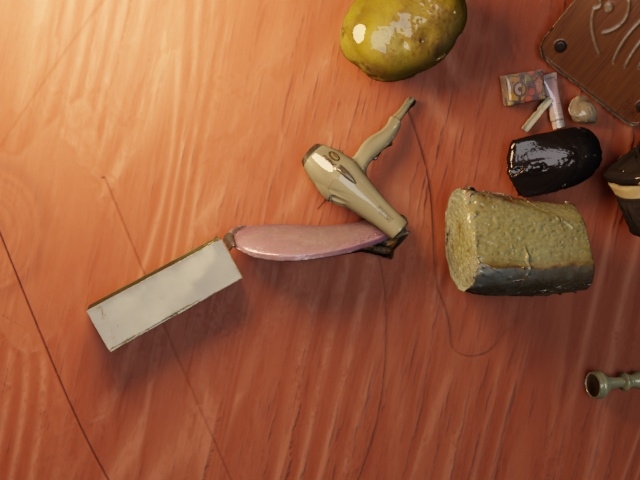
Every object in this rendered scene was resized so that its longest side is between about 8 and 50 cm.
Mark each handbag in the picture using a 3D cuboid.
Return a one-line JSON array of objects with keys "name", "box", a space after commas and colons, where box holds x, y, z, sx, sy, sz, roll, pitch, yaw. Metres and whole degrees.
[{"name": "handbag", "box": [0.701, -0.136, 1.736, 0.254, 0.181, 0.181, -34, 109, -9]}]

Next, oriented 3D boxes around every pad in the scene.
[{"name": "pad", "box": [0.618, -0.409, 1.721, 0.284, 0.018, 0.286, 33, 107, -14]}]

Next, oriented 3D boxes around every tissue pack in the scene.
[{"name": "tissue pack", "box": [0.402, -0.303, 1.723, 0.083, 0.035, 0.063, -10, 97, -14]}]

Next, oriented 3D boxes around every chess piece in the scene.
[{"name": "chess piece", "box": [0.634, 0.298, 1.826, 0.149, 0.059, 0.059, -1, 96, -19]}]

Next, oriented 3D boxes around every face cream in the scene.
[{"name": "face cream", "box": [0.468, -0.281, 1.748, 0.038, 0.020, 0.115, -14, 95, -7]}]

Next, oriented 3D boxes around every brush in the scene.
[{"name": "brush", "box": [0.434, -0.253, 1.740, 0.016, 0.013, 0.083, 38, 96, -8]}]

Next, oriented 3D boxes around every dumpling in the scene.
[{"name": "dumpling", "box": [0.531, -0.265, 1.754, 0.077, 0.043, 0.059, 6, 72, -10]}]

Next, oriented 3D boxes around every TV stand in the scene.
[{"name": "TV stand", "box": [-0.282, 0.094, 1.580, 0.270, 0.083, 0.088, -28, 99, -8]}]

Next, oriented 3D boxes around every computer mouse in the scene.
[{"name": "computer mouse", "box": [0.474, -0.161, 1.733, 0.217, 0.073, 0.122, -14, 99, -10]}]

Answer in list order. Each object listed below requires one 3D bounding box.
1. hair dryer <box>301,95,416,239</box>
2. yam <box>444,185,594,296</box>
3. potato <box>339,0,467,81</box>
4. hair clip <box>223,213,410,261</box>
[{"name": "hair dryer", "box": [0.127, -0.126, 1.628, 0.267, 0.092, 0.229, -29, 77, -10]}, {"name": "yam", "box": [0.381, 0.009, 1.666, 0.271, 0.201, 0.202, 0, 75, -9]}, {"name": "potato", "box": [0.152, -0.395, 1.599, 0.197, 0.148, 0.228, 34, 86, -1]}, {"name": "hair clip", "box": [0.001, 0.001, 1.623, 0.359, 0.095, 0.110, 0, 64, -20]}]
